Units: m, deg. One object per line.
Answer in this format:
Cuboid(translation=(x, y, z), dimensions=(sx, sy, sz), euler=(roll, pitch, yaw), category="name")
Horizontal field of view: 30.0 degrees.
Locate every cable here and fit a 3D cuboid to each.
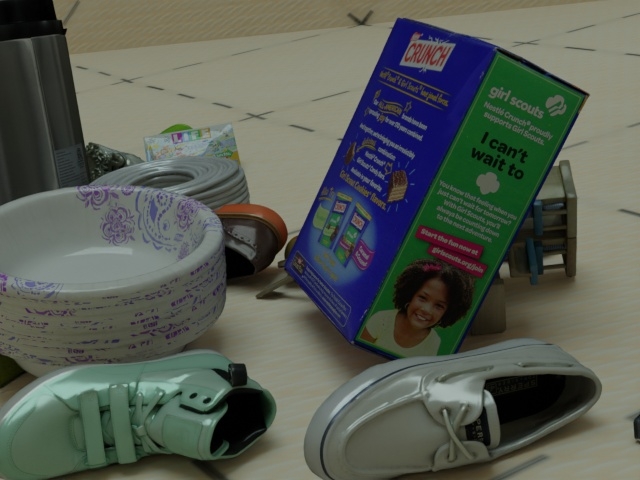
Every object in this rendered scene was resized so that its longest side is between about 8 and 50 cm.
Cuboid(translation=(-0.231, -0.055, 1.744), dimensions=(0.257, 0.089, 0.257), euler=(-4, 19, 12), category="cable")

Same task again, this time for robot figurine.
Cuboid(translation=(-0.257, -0.168, 2.121), dimensions=(0.101, 0.067, 0.115), euler=(4, 21, 16), category="robot figurine")

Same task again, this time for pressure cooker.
Cuboid(translation=(-0.549, -0.219, 1.808), dimensions=(0.375, 0.420, 0.370), euler=(-12, 12, -21), category="pressure cooker")

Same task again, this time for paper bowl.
Cuboid(translation=(-0.244, 0.055, 1.306), dimensions=(0.284, 0.148, 0.284), euler=(1, 24, 0), category="paper bowl")

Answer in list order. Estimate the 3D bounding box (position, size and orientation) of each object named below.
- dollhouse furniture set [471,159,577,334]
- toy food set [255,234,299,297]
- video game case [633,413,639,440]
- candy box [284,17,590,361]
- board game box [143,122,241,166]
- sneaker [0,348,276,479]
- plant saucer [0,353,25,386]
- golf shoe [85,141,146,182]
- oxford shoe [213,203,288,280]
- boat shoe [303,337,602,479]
Cuboid(translation=(0.222, 0.025, 1.316), dimensions=(0.129, 0.129, 0.184), euler=(-6, 43, 6), category="dollhouse furniture set")
Cuboid(translation=(0.000, 0.000, 1.494), dimensions=(0.132, 0.038, 0.192), euler=(-29, 4, 37), category="toy food set")
Cuboid(translation=(0.429, 0.143, 0.990), dimensions=(0.274, 0.026, 0.196), euler=(9, 25, 39), category="video game case")
Cuboid(translation=(0.106, -0.057, 1.253), dimensions=(0.122, 0.317, 0.268), euler=(21, 9, -21), category="candy box")
Cuboid(translation=(-0.217, -0.144, 2.021), dimensions=(0.154, 0.026, 0.103), euler=(-11, 50, -6), category="board game box")
Cuboid(translation=(-0.166, 0.162, 1.069), dimensions=(0.256, 0.094, 0.151), euler=(-16, 14, -27), category="sneaker")
Cuboid(translation=(-0.413, 0.122, 1.378), dimensions=(0.188, 0.045, 0.188), euler=(3, 22, 30), category="plant saucer")
Cuboid(translation=(-0.355, -0.128, 2.085), dimensions=(0.086, 0.069, 0.176), euler=(3, 12, -35), category="golf shoe")
Cuboid(translation=(-0.181, 0.011, 1.535), dimensions=(0.271, 0.097, 0.098), euler=(-6, 33, 26), category="oxford shoe")
Cuboid(translation=(0.118, 0.150, 1.009), dimensions=(0.267, 0.096, 0.088), euler=(-9, 12, -27), category="boat shoe")
